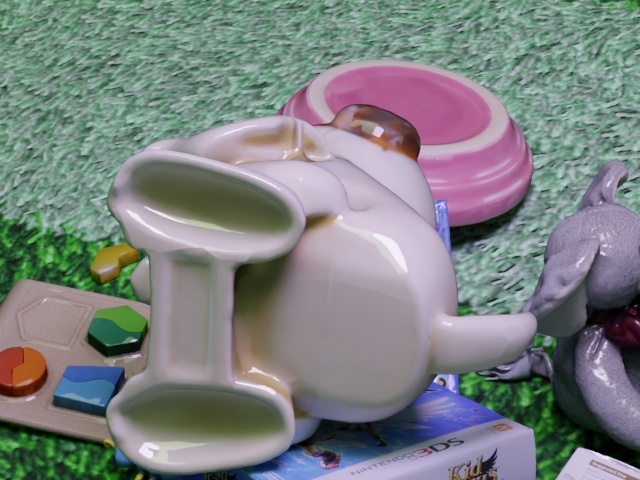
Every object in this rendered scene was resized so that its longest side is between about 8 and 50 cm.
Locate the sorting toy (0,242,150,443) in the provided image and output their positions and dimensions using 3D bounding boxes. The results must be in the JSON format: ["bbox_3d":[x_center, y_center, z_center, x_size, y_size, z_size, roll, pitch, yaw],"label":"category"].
[{"bbox_3d":[-0.268,0.095,1.783,0.229,0.041,0.307,8,42,12],"label":"sorting toy"}]

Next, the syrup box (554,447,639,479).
[{"bbox_3d":[0.227,0.312,1.460,0.096,0.093,0.237,21,46,26],"label":"syrup box"}]

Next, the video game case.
[{"bbox_3d":[0.019,0.189,1.447,0.244,0.061,0.269,-13,19,-29],"label":"video game case"}]

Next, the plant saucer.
[{"bbox_3d":[0.103,-0.134,1.950,0.332,0.084,0.332,6,33,-4],"label":"plant saucer"}]

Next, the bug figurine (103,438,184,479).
[{"bbox_3d":[-0.166,0.291,1.525,0.216,0.072,0.279,14,43,19],"label":"bug figurine"}]

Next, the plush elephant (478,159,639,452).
[{"bbox_3d":[0.325,0.064,1.619,0.330,0.255,0.272,10,42,15],"label":"plush elephant"}]

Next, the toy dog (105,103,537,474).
[{"bbox_3d":[0.000,0.000,1.481,0.396,0.284,0.408,-4,16,9],"label":"toy dog"}]

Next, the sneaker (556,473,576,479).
[{"bbox_3d":[0.198,0.299,1.344,0.095,0.090,0.235,29,50,18],"label":"sneaker"}]

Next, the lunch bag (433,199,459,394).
[{"bbox_3d":[0.034,0.108,1.710,0.221,0.138,0.293,-1,53,0],"label":"lunch bag"}]
